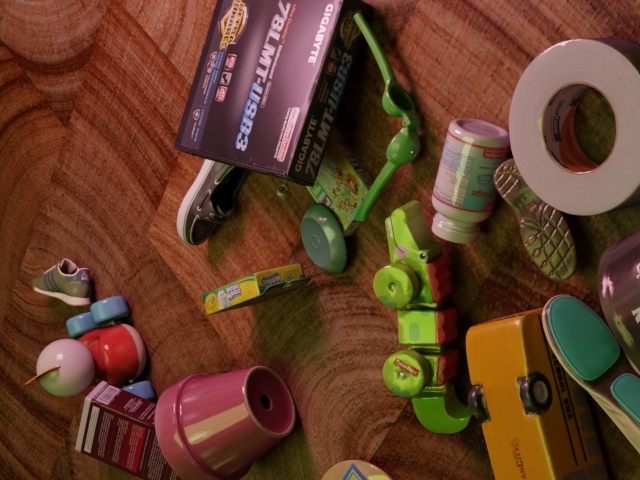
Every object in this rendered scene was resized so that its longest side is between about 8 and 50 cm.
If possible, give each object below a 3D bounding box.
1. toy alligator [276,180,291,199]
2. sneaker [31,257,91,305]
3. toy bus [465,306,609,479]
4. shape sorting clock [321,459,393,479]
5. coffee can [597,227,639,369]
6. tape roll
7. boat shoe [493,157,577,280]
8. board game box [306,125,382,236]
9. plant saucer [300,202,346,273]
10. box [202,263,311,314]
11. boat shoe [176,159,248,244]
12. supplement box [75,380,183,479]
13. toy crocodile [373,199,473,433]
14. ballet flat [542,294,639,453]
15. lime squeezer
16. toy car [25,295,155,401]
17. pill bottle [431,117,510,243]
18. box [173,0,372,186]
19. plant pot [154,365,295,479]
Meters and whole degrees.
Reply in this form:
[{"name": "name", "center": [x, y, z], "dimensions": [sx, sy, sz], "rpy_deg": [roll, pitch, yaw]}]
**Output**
[{"name": "toy alligator", "center": [-0.056, -0.145, 1.937], "dimensions": [0.051, 0.056, 0.189], "rpy_deg": [-57, 29, 36]}, {"name": "sneaker", "center": [-0.537, 0.078, 2.559], "dimensions": [0.192, 0.064, 0.086], "rpy_deg": [15, 101, 45]}, {"name": "toy bus", "center": [0.292, 0.262, 1.621], "dimensions": [0.108, 0.130, 0.332], "rpy_deg": [-19, 83, 47]}, {"name": "shape sorting clock", "center": [0.072, 0.454, 1.970], "dimensions": [0.206, 0.040, 0.206], "rpy_deg": [7, 100, 45]}, {"name": "coffee can", "center": [0.470, 0.024, 1.324], "dimensions": [0.275, 0.202, 0.201], "rpy_deg": [-41, 68, 44]}, {"name": "tape roll", "center": [0.343, -0.143, 1.528], "dimensions": [0.219, 0.072, 0.219], "rpy_deg": [13, 107, 47]}, {"name": "boat shoe", "center": [0.293, -0.028, 1.617], "dimensions": [0.064, 0.060, 0.178], "rpy_deg": [-33, 71, 21]}, {"name": "board game box", "center": [0.024, -0.097, 1.923], "dimensions": [0.154, 0.026, 0.103], "rpy_deg": [56, 134, 24]}, {"name": "plant saucer", "center": [0.000, 0.000, 1.949], "dimensions": [0.119, 0.021, 0.119], "rpy_deg": [41, 142, 44]}, {"name": "box", "center": [-0.106, 0.080, 2.044], "dimensions": [0.179, 0.105, 0.043], "rpy_deg": [-20, 84, 47]}, {"name": "boat shoe", "center": [-0.178, -0.071, 2.121], "dimensions": [0.076, 0.080, 0.228], "rpy_deg": [48, 122, 32]}, {"name": "supplement box", "center": [-0.331, 0.373, 2.296], "dimensions": [0.239, 0.073, 0.130], "rpy_deg": [22, 117, 10]}, {"name": "toy crocodile", "center": [0.152, 0.112, 1.762], "dimensions": [0.105, 0.115, 0.340], "rpy_deg": [-4, 97, 29]}, {"name": "ballet flat", "center": [0.368, 0.180, 1.565], "dimensions": [0.248, 0.086, 0.086], "rpy_deg": [53, 132, 24]}, {"name": "lime squeezer", "center": [0.101, -0.179, 1.801], "dimensions": [0.110, 0.059, 0.310], "rpy_deg": [13, 108, 53]}, {"name": "toy car", "center": [-0.483, 0.249, 2.396], "dimensions": [0.210, 0.238, 0.219], "rpy_deg": [-28, 77, 47]}, {"name": "pill bottle", "center": [0.203, -0.081, 1.683], "dimensions": [0.087, 0.087, 0.160], "rpy_deg": [32, 121, 40]}, {"name": "box", "center": [-0.082, -0.252, 1.910], "dimensions": [0.293, 0.073, 0.295], "rpy_deg": [18, 91, 47]}, {"name": "plant pot", "center": [-0.150, 0.306, 2.089], "dimensions": [0.180, 0.201, 0.201], "rpy_deg": [-28, 76, 31]}]
